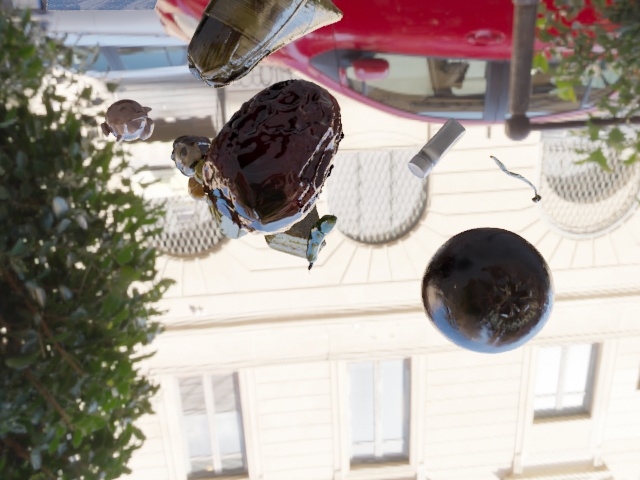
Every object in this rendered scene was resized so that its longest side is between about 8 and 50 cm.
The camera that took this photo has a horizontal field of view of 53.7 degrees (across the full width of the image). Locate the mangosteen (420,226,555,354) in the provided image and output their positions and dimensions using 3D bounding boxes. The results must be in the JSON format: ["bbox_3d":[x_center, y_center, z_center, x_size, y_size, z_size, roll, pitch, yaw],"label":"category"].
[{"bbox_3d":[0.366,0.110,1.442,0.301,0.300,0.300,-2,-158,1],"label":"mangosteen"}]

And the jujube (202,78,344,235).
[{"bbox_3d":[-0.098,-0.181,1.369,0.259,0.258,0.376,9,-130,26],"label":"jujube"}]

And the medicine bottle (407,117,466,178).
[{"bbox_3d":[0.333,-0.263,1.821,0.183,0.069,0.119,-45,179,-13],"label":"medicine bottle"}]

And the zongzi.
[{"bbox_3d":[-0.091,-0.385,1.181,0.134,0.285,0.288,36,-172,32],"label":"zongzi"}]

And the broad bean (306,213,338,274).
[{"bbox_3d":[-0.002,-0.004,1.566,0.039,0.226,0.069,-11,-124,-24],"label":"broad bean"}]

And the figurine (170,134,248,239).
[{"bbox_3d":[-0.285,-0.168,1.639,0.168,0.187,0.315,-37,-123,-20],"label":"figurine"}]

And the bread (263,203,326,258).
[{"bbox_3d":[-0.094,-0.068,1.902,0.184,0.110,0.234,17,-134,-35],"label":"bread"}]

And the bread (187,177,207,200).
[{"bbox_3d":[-0.350,-0.205,2.050,0.189,0.077,0.114,-37,-112,-7],"label":"bread"}]

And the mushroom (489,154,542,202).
[{"bbox_3d":[0.458,-0.146,1.473,0.026,0.028,0.286,-18,151,33],"label":"mushroom"}]

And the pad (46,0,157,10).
[{"bbox_3d":[-0.633,-0.735,1.873,0.330,0.004,0.220,-11,174,-26],"label":"pad"}]

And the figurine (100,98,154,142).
[{"bbox_3d":[-0.534,-0.331,1.753,0.138,0.125,0.125,-20,-156,-3],"label":"figurine"}]
